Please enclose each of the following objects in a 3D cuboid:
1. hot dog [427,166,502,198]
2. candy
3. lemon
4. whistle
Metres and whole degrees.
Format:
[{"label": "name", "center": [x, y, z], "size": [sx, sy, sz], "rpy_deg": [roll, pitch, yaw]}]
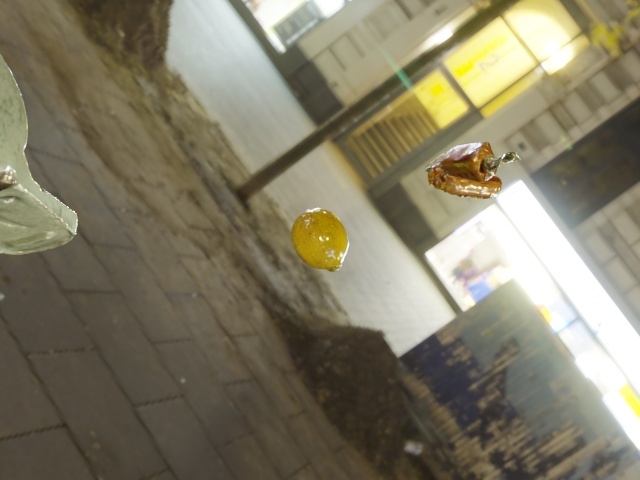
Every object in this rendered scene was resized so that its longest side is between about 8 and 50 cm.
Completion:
[{"label": "hot dog", "center": [0.234, -0.097, 1.619], "size": [0.071, 0.045, 0.165], "rpy_deg": [38, 23, 32]}, {"label": "candy", "center": [0.211, -0.107, 1.379], "size": [0.046, 0.053, 0.182], "rpy_deg": [50, -18, -20]}, {"label": "lemon", "center": [0.000, 0.000, 1.120], "size": [0.083, 0.062, 0.062], "rpy_deg": [63, 12, 26]}, {"label": "whistle", "center": [-0.468, -0.101, 1.308], "size": [0.188, 0.168, 0.404], "rpy_deg": [-88, 160, -52]}]
